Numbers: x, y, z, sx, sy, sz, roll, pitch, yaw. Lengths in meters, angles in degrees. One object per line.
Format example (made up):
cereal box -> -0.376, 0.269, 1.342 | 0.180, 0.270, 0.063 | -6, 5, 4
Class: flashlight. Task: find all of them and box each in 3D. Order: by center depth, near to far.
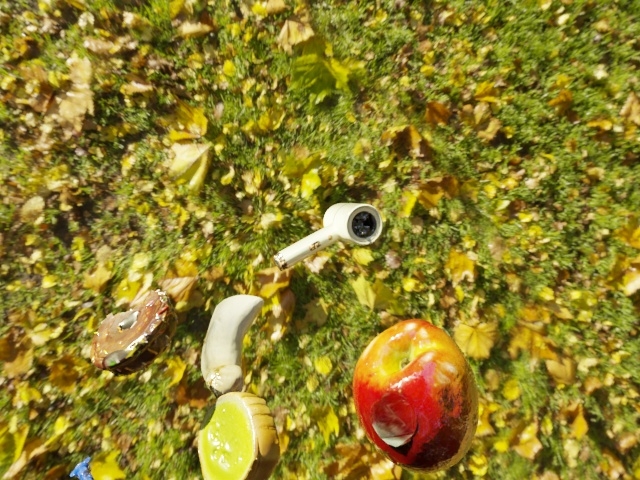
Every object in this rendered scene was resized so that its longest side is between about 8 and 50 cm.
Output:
flashlight -> -0.567, 0.569, 1.247 | 0.057, 0.121, 0.035 | -42, 115, -27

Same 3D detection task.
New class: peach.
peach -> 0.252, 0.433, 1.404 | 0.335, 0.310, 0.405 | 1, 104, 26

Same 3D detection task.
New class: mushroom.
mushroom -> -0.287, 0.336, 1.594 | 0.177, 0.397, 0.126 | -28, 120, 22

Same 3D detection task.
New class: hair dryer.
hair dryer -> 0.000, 0.000, 1.608 | 0.362, 0.203, 0.128 | -29, 105, -16

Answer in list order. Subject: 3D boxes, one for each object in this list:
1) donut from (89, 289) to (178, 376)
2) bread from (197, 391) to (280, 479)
donut -> -0.446, 0.233, 1.261 | 0.230, 0.216, 0.096 | -34, 124, -1
bread -> -0.194, 0.467, 1.191 | 0.070, 0.236, 0.236 | 22, 90, -43
